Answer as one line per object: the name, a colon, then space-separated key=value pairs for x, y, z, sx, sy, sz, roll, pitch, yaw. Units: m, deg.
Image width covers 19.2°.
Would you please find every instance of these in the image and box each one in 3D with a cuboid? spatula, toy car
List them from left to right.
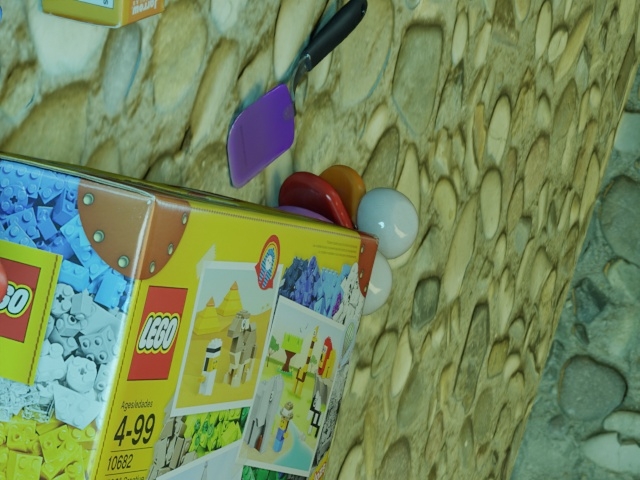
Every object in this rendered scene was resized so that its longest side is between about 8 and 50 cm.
spatula: x=-0.017 y=-0.167 z=1.920 sx=0.296 sy=0.030 sz=0.084 roll=-58 pitch=151 yaw=-42
toy car: x=0.000 y=0.000 z=1.951 sx=0.136 sy=0.159 sz=0.182 roll=46 pitch=53 yaw=-27

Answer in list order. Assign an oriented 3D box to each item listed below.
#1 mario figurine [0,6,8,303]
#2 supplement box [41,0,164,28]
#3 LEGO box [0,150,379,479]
mario figurine: x=-0.282 y=-0.074 z=1.175 sx=0.198 sy=0.170 sz=0.320 roll=16 pitch=75 yaw=-35
supplement box: x=-0.154 y=-0.279 z=1.398 sx=0.078 sy=0.080 sz=0.233 roll=-36 pitch=139 yaw=-58
LEGO box: x=-0.152 y=0.139 z=1.504 sx=0.500 sy=0.193 sz=0.372 roll=8 pitch=96 yaw=-71
